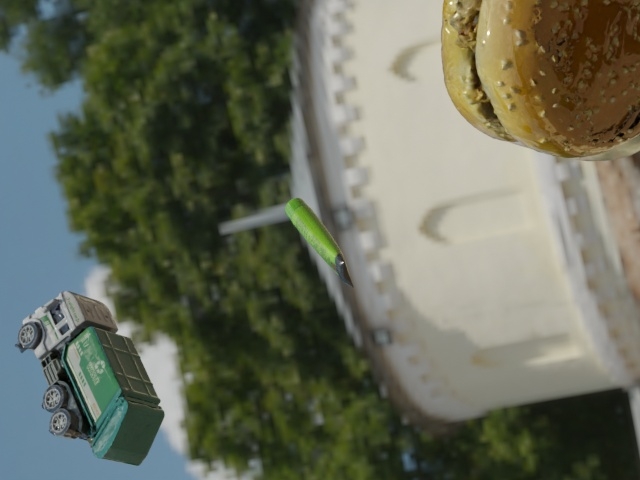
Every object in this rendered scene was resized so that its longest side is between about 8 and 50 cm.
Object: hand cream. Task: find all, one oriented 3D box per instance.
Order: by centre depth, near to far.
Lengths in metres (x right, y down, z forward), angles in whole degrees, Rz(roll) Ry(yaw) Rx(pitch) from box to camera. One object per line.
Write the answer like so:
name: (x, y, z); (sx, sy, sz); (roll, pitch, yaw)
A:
hand cream: (0.000, 0.000, 1.644); (0.122, 0.023, 0.036); (53, 166, 46)

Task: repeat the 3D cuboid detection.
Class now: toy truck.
toy truck: (-0.301, 0.185, 2.254); (0.114, 0.124, 0.253); (24, -148, -53)

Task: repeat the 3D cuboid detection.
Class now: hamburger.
hamburger: (0.171, -0.154, 1.182); (0.182, 0.118, 0.191); (-31, -65, -29)

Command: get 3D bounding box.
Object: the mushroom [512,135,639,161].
mushroom: (0.304, -0.220, 2.045); (0.260, 0.254, 0.234); (18, -96, -39)
